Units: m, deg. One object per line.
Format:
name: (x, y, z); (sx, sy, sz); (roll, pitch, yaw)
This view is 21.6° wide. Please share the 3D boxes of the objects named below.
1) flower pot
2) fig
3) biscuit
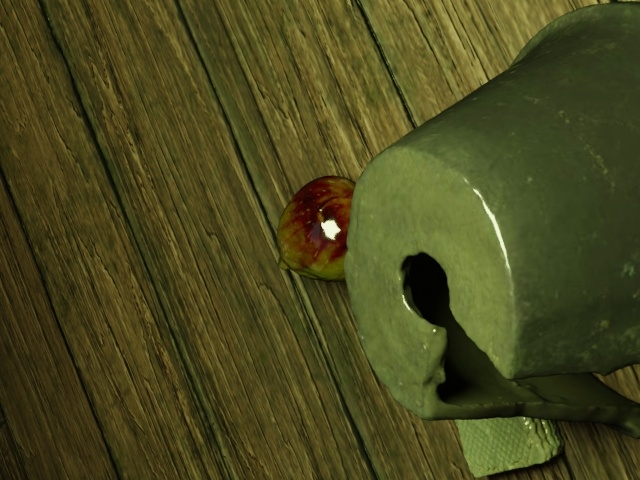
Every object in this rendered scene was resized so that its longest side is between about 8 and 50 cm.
flower pot: (0.171, 0.001, 1.338); (0.379, 0.251, 0.379); (29, 125, 51)
fig: (0.000, 0.000, 1.720); (0.154, 0.103, 0.109); (-43, 44, 45)
biscuit: (0.155, 0.121, 1.592); (0.121, 0.040, 0.199); (-27, 80, 58)
